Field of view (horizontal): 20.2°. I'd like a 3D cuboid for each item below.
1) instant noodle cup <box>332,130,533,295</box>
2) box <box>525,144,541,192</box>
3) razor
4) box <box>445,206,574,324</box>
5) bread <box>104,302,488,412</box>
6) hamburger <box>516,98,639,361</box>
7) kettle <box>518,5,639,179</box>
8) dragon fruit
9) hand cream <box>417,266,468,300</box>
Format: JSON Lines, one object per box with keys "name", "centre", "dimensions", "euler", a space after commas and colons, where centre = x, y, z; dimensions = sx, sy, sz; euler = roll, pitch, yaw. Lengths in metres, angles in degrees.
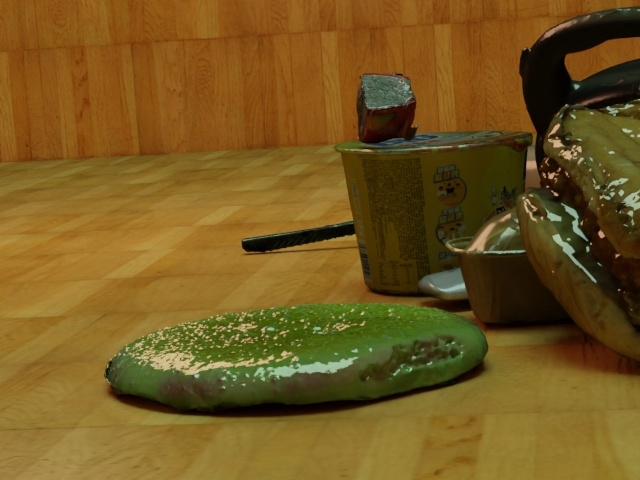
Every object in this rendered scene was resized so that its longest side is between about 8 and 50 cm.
{"name": "instant noodle cup", "centre": [0.116, -0.029, 1.807], "dimensions": [0.205, 0.153, 0.205], "euler": [-3, 5, 0]}
{"name": "box", "centre": [0.301, -0.084, 2.413], "dimensions": [0.200, 0.088, 0.146], "euler": [2, 10, 45]}
{"name": "razor", "centre": [0.000, -0.006, 2.163], "dimensions": [0.190, 0.033, 0.066], "euler": [-4, 6, 0]}
{"name": "box", "centre": [0.199, 0.017, 1.572], "dimensions": [0.177, 0.111, 0.111], "euler": [-1, 7, -3]}
{"name": "bread", "centre": [-0.021, 0.083, 1.402], "dimensions": [0.301, 0.045, 0.301], "euler": [-4, 6, 0]}
{"name": "hamburger", "centre": [0.291, -0.008, 1.409], "dimensions": [0.259, 0.144, 0.283], "euler": [2, 22, -7]}
{"name": "kettle", "centre": [0.375, -0.134, 2.010], "dimensions": [0.324, 0.321, 0.228], "euler": [-4, 46, 37]}
{"name": "dragon fruit", "centre": [0.065, -0.124, 1.765], "dimensions": [0.056, 0.060, 0.083], "euler": [0, 33, -9]}
{"name": "hand cream", "centre": [0.219, 0.031, 1.698], "dimensions": [0.255, 0.048, 0.079], "euler": [-8, 2, -10]}
